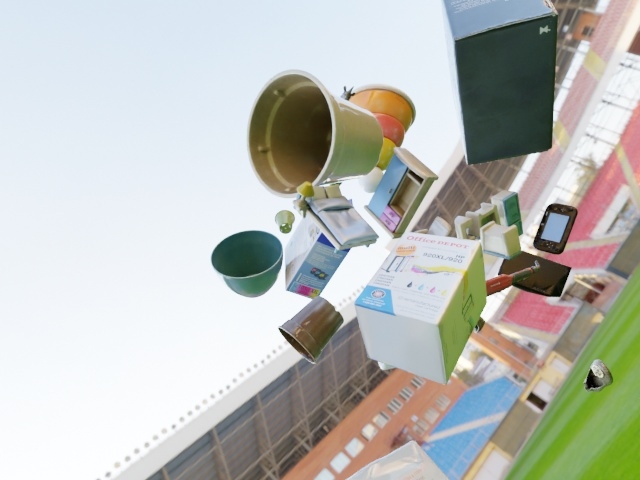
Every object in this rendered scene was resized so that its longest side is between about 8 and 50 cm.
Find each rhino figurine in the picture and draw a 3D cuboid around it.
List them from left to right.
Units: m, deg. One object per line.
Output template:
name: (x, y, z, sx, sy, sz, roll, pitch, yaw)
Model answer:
rhino figurine: (0.066, -0.524, 1.854, 0.243, 0.073, 0.106, -48, 8, 46)

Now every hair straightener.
hair straightener: (0.518, 0.110, 1.306, 0.230, 0.047, 0.089, -23, -17, -17)

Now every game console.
game console: (0.783, 0.020, 1.640, 0.362, 0.213, 0.044, -61, -26, -16)

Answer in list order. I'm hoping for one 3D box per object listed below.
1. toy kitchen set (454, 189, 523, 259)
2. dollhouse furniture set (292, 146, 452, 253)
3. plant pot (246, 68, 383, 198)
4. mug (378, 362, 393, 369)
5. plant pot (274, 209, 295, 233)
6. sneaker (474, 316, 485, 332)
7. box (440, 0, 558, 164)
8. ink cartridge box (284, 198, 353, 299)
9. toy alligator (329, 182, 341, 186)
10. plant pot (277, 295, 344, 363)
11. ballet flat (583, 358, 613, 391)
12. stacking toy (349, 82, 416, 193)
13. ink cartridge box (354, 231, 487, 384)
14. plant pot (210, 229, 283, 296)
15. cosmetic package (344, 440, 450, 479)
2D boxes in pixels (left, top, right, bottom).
toy kitchen set: (0.442, -0.018, 1.099, 0.207, 0.166, 0.122, -27, -66, -24)
dollhouse furniture set: (0.131, -0.079, 1.121, 0.303, 0.286, 0.198, -8, -45, -38)
plant pot: (0.009, -0.290, 1.347, 0.305, 0.333, 0.334, -7, -55, -49)
mug: (0.338, 0.251, 1.687, 0.327, 0.374, 0.276, -11, -39, -2)
plant pot: (-0.140, -0.066, 1.844, 0.083, 0.079, 0.083, -3, -56, -4)
sneaker: (0.669, 0.347, 2.122, 0.071, 0.188, 0.066, -57, 8, -21)
box: (0.598, -0.607, 1.601, 0.480, 0.297, 0.472, 65, -159, -43)
ink cartridge box: (0.000, 0.000, 1.836, 0.151, 0.270, 0.396, 17, -54, -19)
toy alligator: (0.083, -0.274, 1.850, 0.051, 0.056, 0.190, 50, -125, -46)
plant pot: (-0.023, 0.276, 1.495, 0.165, 0.167, 0.167, -45, -31, -21)
ballet flat: (0.986, 0.494, 1.672, 0.058, 0.084, 0.250, -25, -35, 5)
stacking toy: (0.239, -0.430, 2.115, 0.351, 0.350, 0.480, 61, -144, -58)
ink cartridge box: (0.207, 0.121, 0.926, 0.233, 0.171, 0.168, -48, -45, -37)
plant pot: (-0.286, 0.121, 1.913, 0.290, 0.290, 0.196, -36, -41, -31)
cosmetic package: (0.179, 0.733, 0.996, 0.329, 0.393, 0.328, -6, -54, -41)
